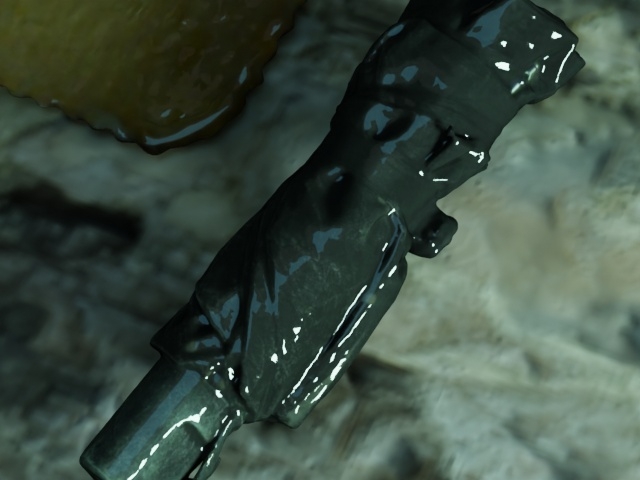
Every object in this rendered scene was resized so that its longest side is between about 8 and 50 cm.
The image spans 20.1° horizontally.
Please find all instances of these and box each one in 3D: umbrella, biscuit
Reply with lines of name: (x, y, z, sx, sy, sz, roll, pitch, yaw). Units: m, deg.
umbrella: (0.000, 0.000, 0.627, 0.066, 0.059, 0.235, 24, 68, 44)
biscuit: (-0.090, -0.162, 0.748, 0.232, 0.013, 0.237, 22, 68, 19)
